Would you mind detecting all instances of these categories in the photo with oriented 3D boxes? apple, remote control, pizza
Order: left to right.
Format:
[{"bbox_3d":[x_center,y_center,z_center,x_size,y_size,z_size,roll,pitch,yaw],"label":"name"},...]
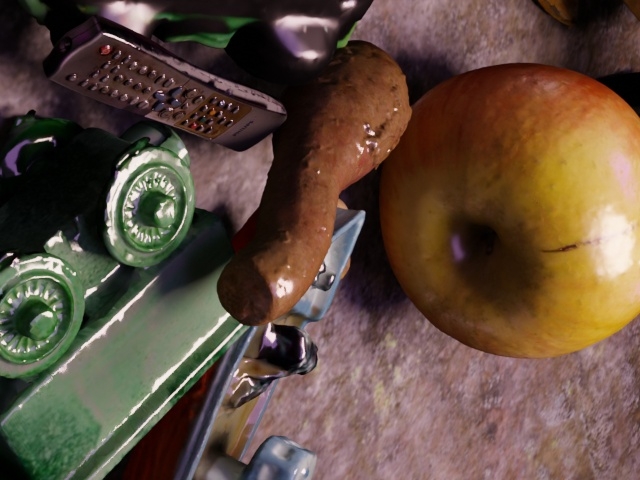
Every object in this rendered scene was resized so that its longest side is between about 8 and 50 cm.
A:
[{"bbox_3d":[-0.100,-0.104,0.867,0.212,0.059,0.028,19,45,-55],"label":"remote control"},{"bbox_3d":[0.196,-0.030,1.189,0.233,0.286,0.285,-29,123,-50],"label":"apple"},{"bbox_3d":[0.259,-0.297,1.365,0.123,0.026,0.108,44,66,-44],"label":"pizza"}]

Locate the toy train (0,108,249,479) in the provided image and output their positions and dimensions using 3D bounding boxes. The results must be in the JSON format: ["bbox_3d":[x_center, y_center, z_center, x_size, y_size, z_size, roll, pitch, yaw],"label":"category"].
[{"bbox_3d":[-0.177,0.038,0.876,0.266,0.145,0.201,-45,135,-31],"label":"toy train"}]

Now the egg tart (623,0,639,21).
[{"bbox_3d":[0.395,-0.317,1.326,0.339,0.153,0.351,58,35,-6],"label":"egg tart"}]

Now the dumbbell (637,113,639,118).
[{"bbox_3d":[0.281,-0.097,1.325,0.100,0.191,0.100,-19,116,-45],"label":"dumbbell"}]

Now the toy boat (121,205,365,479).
[{"bbox_3d":[-0.047,0.121,1.030,0.145,0.133,0.331,46,66,-74],"label":"toy boat"}]

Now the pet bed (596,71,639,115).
[{"bbox_3d":[0.382,-0.098,1.450,0.211,0.183,0.159,-20,114,-44],"label":"pet bed"}]

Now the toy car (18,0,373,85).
[{"bbox_3d":[-0.056,-0.241,0.903,0.359,0.176,0.213,-4,138,-39],"label":"toy car"}]

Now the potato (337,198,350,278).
[{"bbox_3d":[0.000,0.000,1.134,0.068,0.062,0.083,-26,100,-9],"label":"potato"}]

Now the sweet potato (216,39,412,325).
[{"bbox_3d":[0.006,-0.074,0.990,0.385,0.109,0.109,-68,151,-57],"label":"sweet potato"}]
